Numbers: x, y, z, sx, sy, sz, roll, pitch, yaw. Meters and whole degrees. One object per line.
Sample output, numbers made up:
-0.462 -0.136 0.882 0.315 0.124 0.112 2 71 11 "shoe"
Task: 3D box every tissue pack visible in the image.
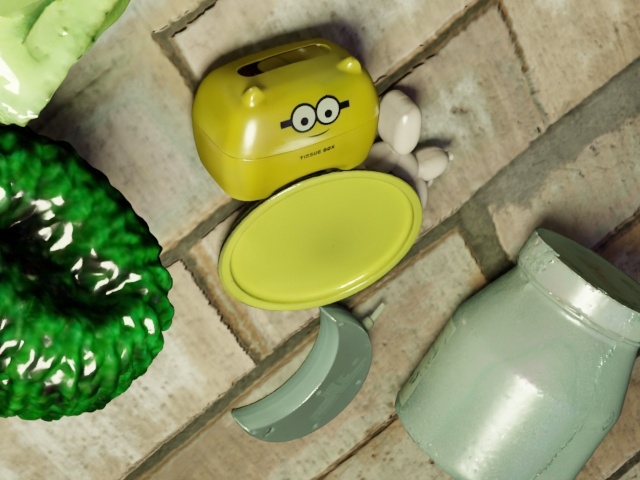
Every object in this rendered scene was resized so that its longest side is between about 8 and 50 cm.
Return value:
-0.034 -0.128 1.595 0.178 0.123 0.127 -19 133 -25 "tissue pack"

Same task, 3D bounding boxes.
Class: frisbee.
0.000 0.000 1.761 0.236 0.017 0.236 -15 144 -11 "frisbee"

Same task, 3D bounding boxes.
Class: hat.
-0.299 0.060 1.436 0.242 0.274 0.332 -48 -174 -32 "hat"

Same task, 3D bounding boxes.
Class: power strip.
-0.002 0.153 1.915 0.216 0.044 0.137 -51 139 8 "power strip"

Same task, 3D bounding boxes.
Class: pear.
-0.311 -0.228 1.233 0.282 0.286 0.176 36 77 -25 "pear"

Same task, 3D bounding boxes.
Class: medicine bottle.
0.265 0.153 1.976 0.245 0.245 0.290 18 112 -46 "medicine bottle"

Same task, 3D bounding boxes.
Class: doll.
0.075 -0.081 1.771 0.161 0.059 0.160 -33 138 -14 "doll"
